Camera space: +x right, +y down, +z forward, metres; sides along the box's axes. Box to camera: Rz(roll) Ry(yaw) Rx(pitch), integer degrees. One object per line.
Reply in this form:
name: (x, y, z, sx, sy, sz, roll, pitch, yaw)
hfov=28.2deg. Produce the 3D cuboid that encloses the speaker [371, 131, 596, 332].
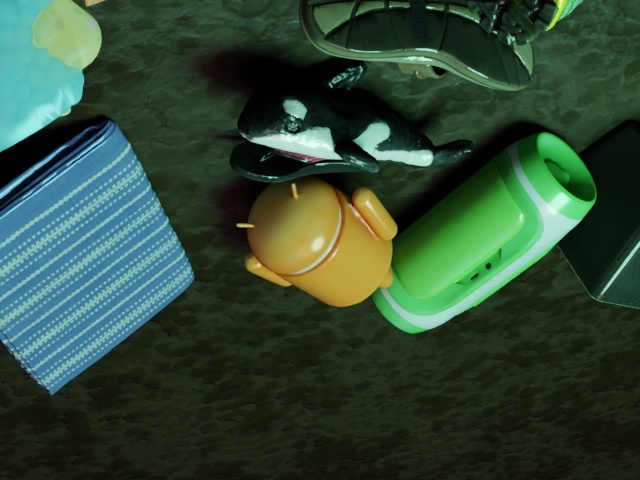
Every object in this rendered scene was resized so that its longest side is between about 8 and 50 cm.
speaker: (0.195, -0.005, 1.579, 0.131, 0.131, 0.296, 20, 133, -38)

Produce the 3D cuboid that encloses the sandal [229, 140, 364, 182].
sandal: (-0.018, -0.103, 1.431, 0.179, 0.067, 0.040, -6, 137, -23)

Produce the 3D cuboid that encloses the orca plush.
orca plush: (0.046, -0.140, 1.369, 0.287, 0.151, 0.102, 11, 107, -27)

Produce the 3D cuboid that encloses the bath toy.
bath toy: (-0.322, -0.179, 1.047, 0.151, 0.348, 0.129, -40, 128, -29)

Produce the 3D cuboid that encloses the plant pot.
plant pot: (0.410, -0.035, 1.579, 0.188, 0.187, 0.167, 12, 126, -31)

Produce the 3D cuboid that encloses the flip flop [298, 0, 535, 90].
flip flop: (0.099, -0.209, 1.298, 0.277, 0.112, 0.080, 2, 168, -26)

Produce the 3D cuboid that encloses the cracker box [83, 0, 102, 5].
cracker box: (-0.115, -0.292, 0.888, 0.156, 0.067, 0.232, -25, 148, -23)

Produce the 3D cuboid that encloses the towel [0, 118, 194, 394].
towel: (-0.285, 0.025, 1.468, 0.243, 0.040, 0.336, -38, 148, -13)

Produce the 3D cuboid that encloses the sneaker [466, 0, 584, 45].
sneaker: (0.235, -0.349, 1.150, 0.146, 0.134, 0.343, -34, 154, -41)

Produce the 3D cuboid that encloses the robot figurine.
robot figurine: (0.001, -0.001, 1.520, 0.158, 0.128, 0.219, 11, 165, 42)
